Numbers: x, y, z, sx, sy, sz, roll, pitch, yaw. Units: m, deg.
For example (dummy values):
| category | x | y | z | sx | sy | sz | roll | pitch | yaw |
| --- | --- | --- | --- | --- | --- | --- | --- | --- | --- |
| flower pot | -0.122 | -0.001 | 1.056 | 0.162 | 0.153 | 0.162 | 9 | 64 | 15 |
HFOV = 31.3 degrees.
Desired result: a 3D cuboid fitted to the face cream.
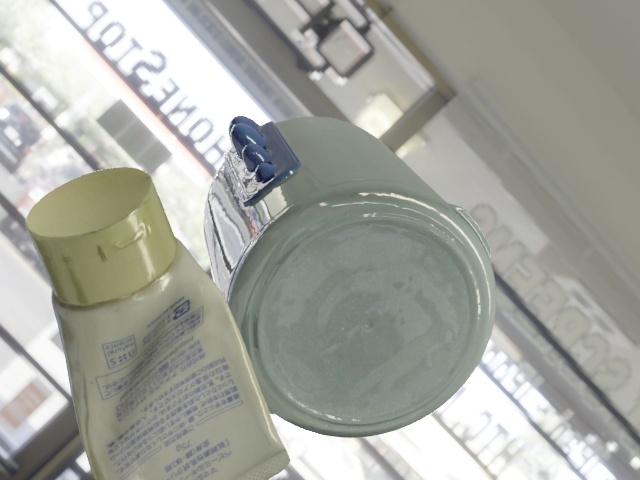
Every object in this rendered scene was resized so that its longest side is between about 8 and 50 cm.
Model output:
| category | x | y | z | sx | sy | sz | roll | pitch | yaw |
| --- | --- | --- | --- | --- | --- | --- | --- | --- | --- |
| face cream | -0.094 | 0.073 | 0.644 | 0.070 | 0.114 | 0.224 | 33 | -34 | 52 |

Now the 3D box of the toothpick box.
| category | x | y | z | sx | sy | sz | roll | pitch | yaw |
| --- | --- | --- | --- | --- | --- | --- | --- | --- | --- |
| toothpick box | 0.000 | 0.000 | 1.111 | 0.263 | 0.263 | 0.354 | 49 | 4 | -22 |
